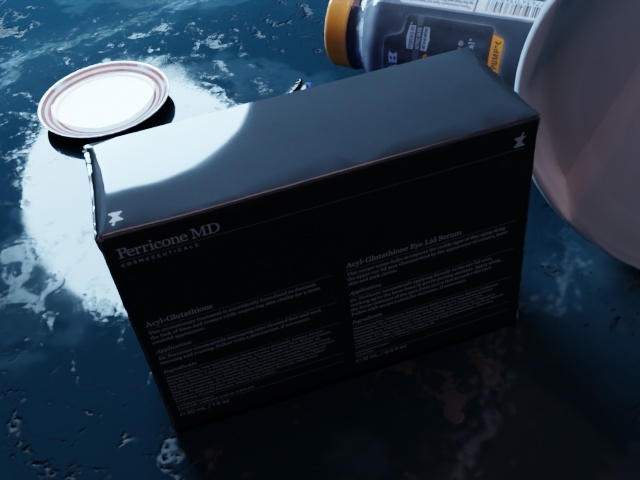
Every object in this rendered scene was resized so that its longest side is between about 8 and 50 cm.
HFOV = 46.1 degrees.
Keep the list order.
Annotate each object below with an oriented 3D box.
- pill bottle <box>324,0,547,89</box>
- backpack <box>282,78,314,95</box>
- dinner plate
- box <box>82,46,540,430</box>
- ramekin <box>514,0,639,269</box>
[{"bbox_3d":[0.129,-0.193,0.723,0.246,0.130,0.130,16,49,22],"label":"pill bottle"},{"bbox_3d":[-0.027,-0.049,0.621,0.120,0.101,0.098,-32,35,21],"label":"backpack"},{"bbox_3d":[-0.231,-0.149,0.807,0.141,0.017,0.141,-4,44,4],"label":"dinner plate"},{"bbox_3d":[0.000,0.000,0.505,0.261,0.184,0.103,-16,45,-9],"label":"box"},{"bbox_3d":[0.286,-0.111,0.533,0.273,0.273,0.127,15,38,22],"label":"ramekin"}]
